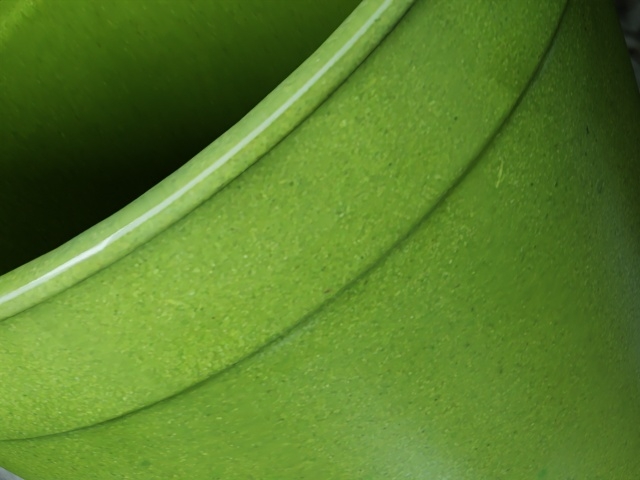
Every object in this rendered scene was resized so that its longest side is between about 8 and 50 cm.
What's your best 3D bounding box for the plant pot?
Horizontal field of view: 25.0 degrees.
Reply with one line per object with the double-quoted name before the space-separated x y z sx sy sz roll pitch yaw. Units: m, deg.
"plant pot" 0.000 0.000 0.635 0.367 0.366 0.353 -5 138 38
